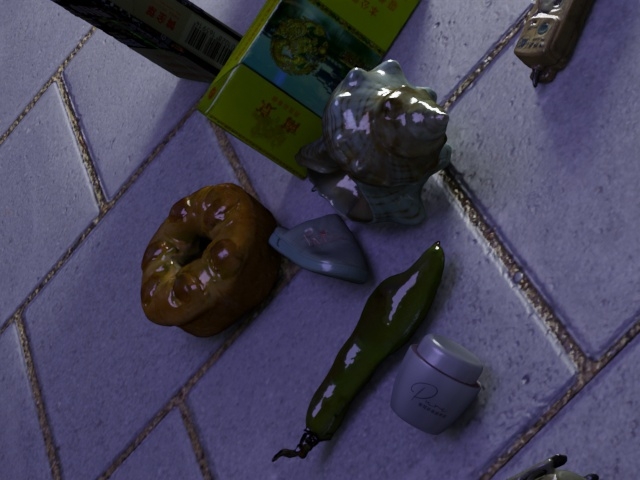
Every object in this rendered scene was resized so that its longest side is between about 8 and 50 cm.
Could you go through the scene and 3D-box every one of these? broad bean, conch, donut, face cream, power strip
[{"bbox_3d":[0.055,0.137,1.675,0.325,0.067,0.075,-57,6,4],"label":"broad bean"},{"bbox_3d":[0.080,-0.114,1.756,0.386,0.169,0.203,150,109,-79],"label":"conch"},{"bbox_3d":[-0.155,0.027,1.952,0.226,0.113,0.227,-30,44,34],"label":"donut"},{"bbox_3d":[0.127,0.159,1.546,0.095,0.091,0.091,-60,35,10],"label":"face cream"},{"bbox_3d":[0.314,-0.326,1.723,0.064,0.044,0.305,11,73,51],"label":"power strip"}]

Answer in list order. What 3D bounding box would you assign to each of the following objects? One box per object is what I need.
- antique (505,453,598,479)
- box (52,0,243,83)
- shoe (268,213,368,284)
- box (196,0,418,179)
[{"bbox_3d":[0.233,0.333,1.262,0.150,0.125,0.284,-32,43,31],"label":"antique"},{"bbox_3d":[-0.275,-0.353,2.204,0.198,0.310,0.084,19,81,53],"label":"box"},{"bbox_3d":[0.000,0.000,1.817,0.195,0.079,0.078,21,95,59],"label":"shoe"},{"bbox_3d":[-0.008,-0.271,1.938,0.335,0.187,0.047,-56,33,2],"label":"box"}]
